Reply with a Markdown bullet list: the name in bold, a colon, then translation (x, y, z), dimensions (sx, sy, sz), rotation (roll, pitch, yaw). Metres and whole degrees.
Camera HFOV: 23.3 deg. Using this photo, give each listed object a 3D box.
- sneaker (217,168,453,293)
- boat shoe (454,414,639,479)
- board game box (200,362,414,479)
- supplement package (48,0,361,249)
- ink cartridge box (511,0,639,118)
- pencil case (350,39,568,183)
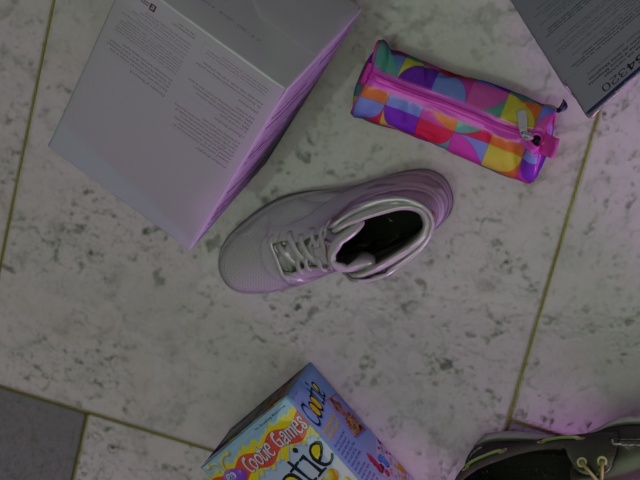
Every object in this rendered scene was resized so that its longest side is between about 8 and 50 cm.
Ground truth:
- **sneaker**: translation (0.000, 0.000, 1.752), dimensions (0.292, 0.169, 0.108), rotation (-21, 99, 15)
- **boat shoe**: translation (0.295, 0.265, 1.747), dimensions (0.305, 0.091, 0.109), rotation (-8, 103, 31)
- **board game box**: translation (0.015, 0.306, 1.824), dimensions (0.142, 0.144, 0.275), rotation (-41, 91, 16)
- **supplement package**: translation (-0.127, -0.175, 1.677), dimensions (0.199, 0.198, 0.262), rotation (36, 132, 2)
- **ink cartridge box**: translation (0.359, -0.282, 1.553), dimensions (0.324, 0.330, 0.071), rotation (-40, 121, 16)
- **pencil case**: translation (0.153, -0.143, 1.730), dimensions (0.236, 0.104, 0.104), rotation (20, 104, 7)
